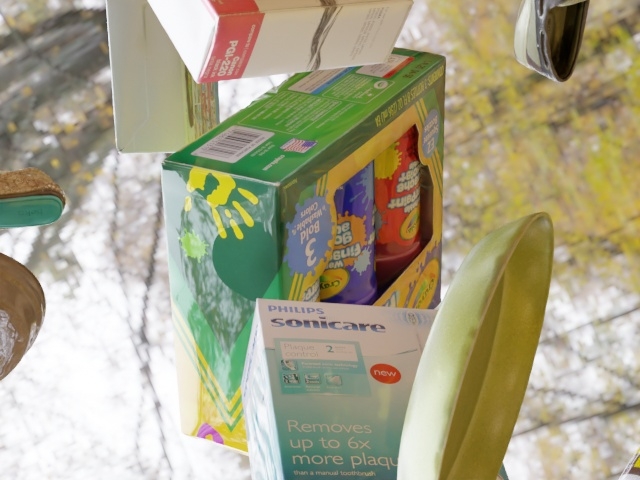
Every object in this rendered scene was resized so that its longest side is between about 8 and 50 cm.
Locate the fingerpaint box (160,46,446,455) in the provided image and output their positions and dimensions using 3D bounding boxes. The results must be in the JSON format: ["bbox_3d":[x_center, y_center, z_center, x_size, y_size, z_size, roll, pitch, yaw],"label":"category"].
[{"bbox_3d":[0.000,0.000,1.831,0.445,0.163,0.371,-40,-44,-52],"label":"fingerpaint box"}]

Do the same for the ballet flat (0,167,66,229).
[{"bbox_3d":[-0.373,-0.042,1.544,0.206,0.073,0.067,-2,-141,-28],"label":"ballet flat"}]

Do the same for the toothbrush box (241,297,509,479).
[{"bbox_3d":[0.046,0.196,1.427,0.216,0.126,0.295,5,-147,-11],"label":"toothbrush box"}]

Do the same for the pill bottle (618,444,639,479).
[{"bbox_3d":[0.433,0.225,1.655,0.215,0.117,0.117,-52,-59,-19],"label":"pill bottle"}]

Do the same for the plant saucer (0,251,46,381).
[{"bbox_3d":[-0.398,0.096,1.408,0.278,0.278,0.041,28,-146,-50],"label":"plant saucer"}]

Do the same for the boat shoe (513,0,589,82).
[{"bbox_3d":[0.256,-0.269,1.549,0.080,0.224,0.073,-21,-136,-27],"label":"boat shoe"}]

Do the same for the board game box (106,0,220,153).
[{"bbox_3d":[-0.201,-0.231,1.933,0.303,0.097,0.224,-64,-28,-83],"label":"board game box"}]

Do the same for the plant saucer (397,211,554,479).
[{"bbox_3d":[0.099,0.093,0.961,0.241,0.037,0.241,16,-90,-72],"label":"plant saucer"}]

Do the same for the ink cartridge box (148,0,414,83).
[{"bbox_3d":[-0.044,-0.242,1.410,0.217,0.092,0.159,-11,-126,-29],"label":"ink cartridge box"}]
